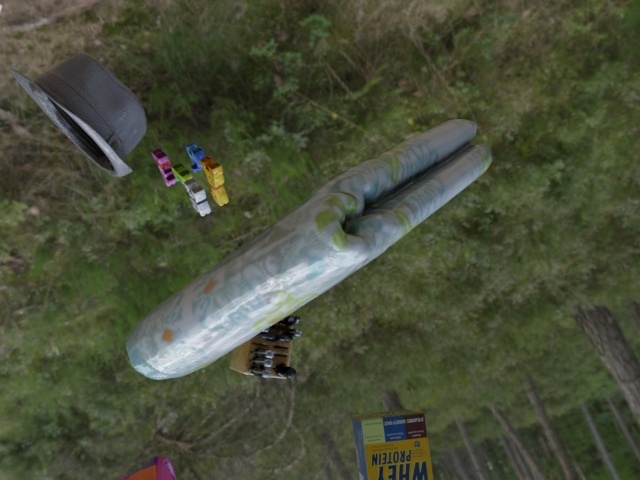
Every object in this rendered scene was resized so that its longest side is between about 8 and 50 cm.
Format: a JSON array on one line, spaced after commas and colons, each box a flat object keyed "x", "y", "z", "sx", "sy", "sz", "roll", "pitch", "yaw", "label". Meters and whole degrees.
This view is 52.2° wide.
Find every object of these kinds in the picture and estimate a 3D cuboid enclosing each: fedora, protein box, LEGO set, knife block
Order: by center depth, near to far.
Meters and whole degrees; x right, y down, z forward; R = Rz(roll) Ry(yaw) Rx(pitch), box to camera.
[{"x": -0.417, "y": -0.245, "z": 1.199, "sx": 0.124, "sy": 0.243, "sz": 0.275, "roll": -49, "pitch": 143, "yaw": -15, "label": "fedora"}, {"x": -0.225, "y": -0.107, "z": 1.217, "sx": 0.087, "sy": 0.093, "sz": 0.227, "roll": -28, "pitch": -143, "yaw": -18, "label": "LEGO set"}, {"x": -0.113, "y": 0.238, "z": 1.299, "sx": 0.088, "sy": 0.242, "sz": 0.276, "roll": 11, "pitch": 124, "yaw": -14, "label": "knife block"}, {"x": 0.153, "y": 0.478, "z": 1.418, "sx": 0.135, "sy": 0.200, "sz": 0.201, "roll": -5, "pitch": 169, "yaw": -5, "label": "protein box"}]

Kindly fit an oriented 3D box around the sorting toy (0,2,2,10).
[{"x": -0.428, "y": -0.291, "z": 0.834, "sx": 0.012, "sy": 0.062, "sz": 0.083, "roll": -1, "pitch": 146, "yaw": -44, "label": "sorting toy"}]

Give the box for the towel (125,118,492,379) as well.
[{"x": 0.000, "y": 0.000, "z": 0.722, "sx": 0.320, "sy": 0.090, "sz": 0.374, "roll": -37, "pitch": 178, "yaw": 38, "label": "towel"}]

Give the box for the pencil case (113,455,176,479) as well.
[{"x": -0.193, "y": 0.223, "z": 0.413, "sx": 0.236, "sy": 0.105, "sz": 0.104, "roll": -19, "pitch": 171, "yaw": -7, "label": "pencil case"}]
